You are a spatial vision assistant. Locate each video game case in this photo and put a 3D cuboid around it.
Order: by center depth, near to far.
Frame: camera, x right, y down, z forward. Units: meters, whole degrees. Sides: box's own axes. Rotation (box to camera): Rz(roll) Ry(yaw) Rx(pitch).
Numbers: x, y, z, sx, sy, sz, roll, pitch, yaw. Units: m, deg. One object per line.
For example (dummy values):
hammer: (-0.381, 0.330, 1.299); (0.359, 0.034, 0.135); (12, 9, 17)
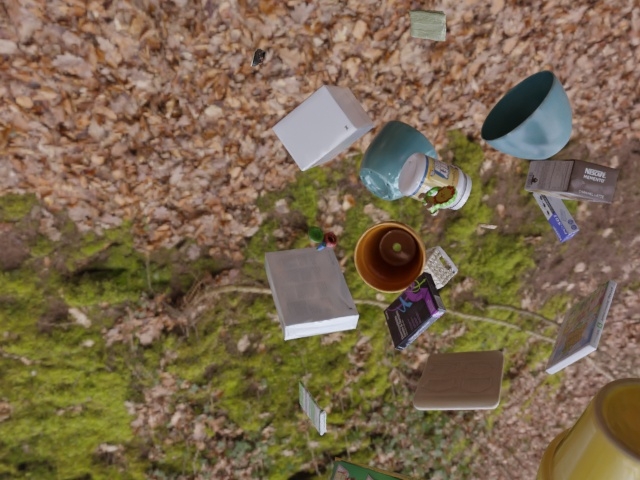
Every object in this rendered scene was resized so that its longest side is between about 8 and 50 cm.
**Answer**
video game case: (0.635, 0.215, 1.360); (0.023, 0.193, 0.212); (29, 152, 9)

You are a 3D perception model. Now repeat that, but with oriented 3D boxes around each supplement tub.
supplement tub: (0.369, -0.187, 1.792); (0.199, 0.144, 0.144); (18, 164, -16)

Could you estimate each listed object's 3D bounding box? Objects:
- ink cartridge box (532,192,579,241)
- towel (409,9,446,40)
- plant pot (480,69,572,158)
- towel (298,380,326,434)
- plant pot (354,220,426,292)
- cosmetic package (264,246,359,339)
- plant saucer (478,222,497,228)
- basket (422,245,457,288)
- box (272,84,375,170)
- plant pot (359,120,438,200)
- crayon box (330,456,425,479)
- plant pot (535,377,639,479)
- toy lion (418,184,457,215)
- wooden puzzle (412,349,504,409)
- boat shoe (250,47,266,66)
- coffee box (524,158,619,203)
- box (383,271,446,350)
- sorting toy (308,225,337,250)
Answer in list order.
ink cartridge box: (0.834, -0.104, 1.971); (0.046, 0.207, 0.097); (-24, 162, 1)
towel: (0.388, -0.782, 2.013); (0.148, 0.110, 0.027); (22, -128, 32)
plant pot: (0.704, -0.380, 1.824); (0.195, 0.290, 0.290); (38, 153, -16)
towel: (-0.025, 0.537, 1.789); (0.023, 0.113, 0.152); (-17, -141, -25)
plant pot: (0.220, 0.036, 1.667); (0.205, 0.205, 0.188); (-12, -175, 17)
cosmetic package: (-0.044, 0.192, 2.174); (0.284, 0.377, 0.097); (-8, 137, -14)
plant saucer: (0.699, -0.061, 2.322); (0.083, 0.015, 0.083); (9, -174, -1)
basket: (0.349, 0.109, 1.845); (0.103, 0.113, 0.167); (-44, -172, -37)
box: (0.021, -0.371, 1.809); (0.215, 0.168, 0.345); (-35, -177, 20)
plant pot: (0.302, -0.309, 2.305); (0.235, 0.293, 0.293); (-49, -175, -18)
crayon box: (0.246, 0.609, 1.272); (0.313, 0.106, 0.363); (28, 157, -28)
plant pot: (0.462, 0.342, 0.811); (0.254, 0.239, 0.254); (-2, -147, 1)
toy lion: (0.328, -0.120, 1.527); (0.096, 0.100, 0.034); (-38, 122, 10)
wooden puzzle: (0.555, 0.564, 2.191); (0.322, 0.081, 0.348); (-9, -162, 24)
boat shoe: (-0.226, -0.662, 2.011); (0.042, 0.133, 0.049); (20, 125, -7)
coffee box: (0.731, -0.176, 1.632); (0.141, 0.098, 0.246); (11, -174, -9)
box: (0.218, 0.167, 1.310); (0.029, 0.116, 0.162); (19, 127, -28)
sorting toy: (0.000, 0.000, 1.637); (0.102, 0.061, 0.042); (17, 148, -27)
